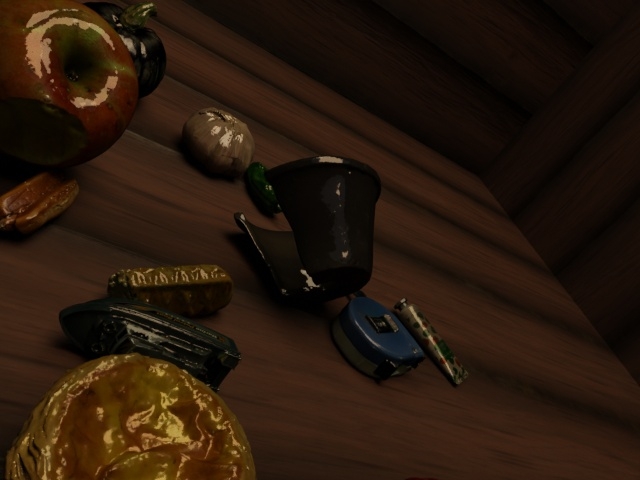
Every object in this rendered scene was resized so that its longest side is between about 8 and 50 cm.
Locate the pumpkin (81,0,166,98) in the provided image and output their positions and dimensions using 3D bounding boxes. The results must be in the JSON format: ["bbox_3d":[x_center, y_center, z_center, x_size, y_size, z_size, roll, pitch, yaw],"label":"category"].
[{"bbox_3d":[-0.558,-0.543,1.606,0.296,0.296,0.296,30,26,-17],"label":"pumpkin"}]

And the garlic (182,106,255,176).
[{"bbox_3d":[-0.290,-0.292,1.683,0.228,0.152,0.228,37,21,-17],"label":"garlic"}]

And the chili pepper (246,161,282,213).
[{"bbox_3d":[-0.161,-0.157,1.715,0.100,0.074,0.257,17,31,-37],"label":"chili pepper"}]

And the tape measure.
[{"bbox_3d":[0.098,0.187,1.465,0.215,0.098,0.351,3,40,-52],"label":"tape measure"}]

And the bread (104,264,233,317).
[{"bbox_3d":[-0.274,0.098,1.122,0.269,0.087,0.098,-1,45,-53],"label":"bread"}]

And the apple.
[{"bbox_3d":[-0.546,-0.310,1.165,0.339,0.339,0.339,30,26,-17],"label":"apple"}]

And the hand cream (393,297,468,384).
[{"bbox_3d":[0.309,0.280,1.635,0.276,0.059,0.095,51,30,16],"label":"hand cream"}]

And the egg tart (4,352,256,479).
[{"bbox_3d":[-0.242,0.304,0.767,0.341,0.132,0.341,30,28,-18],"label":"egg tart"}]

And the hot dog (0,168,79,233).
[{"bbox_3d":[-0.533,-0.071,1.093,0.092,0.062,0.235,35,23,-8],"label":"hot dog"}]

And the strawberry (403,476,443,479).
[{"bbox_3d":[0.154,0.493,0.834,0.291,0.292,0.310,55,4,31],"label":"strawberry"}]

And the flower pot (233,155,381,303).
[{"bbox_3d":[0.000,0.000,1.409,0.379,0.379,0.251,12,53,-44],"label":"flower pot"}]

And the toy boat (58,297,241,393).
[{"bbox_3d":[-0.281,0.174,0.955,0.296,0.114,0.122,26,19,-26],"label":"toy boat"}]
